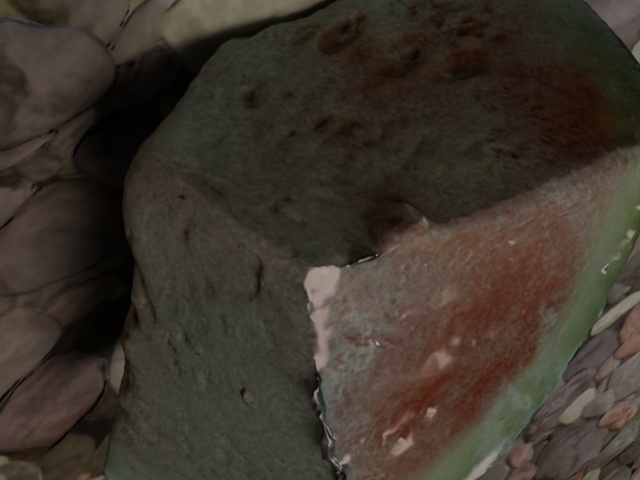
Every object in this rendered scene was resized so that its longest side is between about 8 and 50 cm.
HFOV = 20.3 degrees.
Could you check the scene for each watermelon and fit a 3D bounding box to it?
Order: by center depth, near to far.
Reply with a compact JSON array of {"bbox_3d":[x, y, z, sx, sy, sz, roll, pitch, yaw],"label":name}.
[{"bbox_3d":[0.000,0.000,0.962,0.387,0.228,0.258,-49,139,6],"label":"watermelon"}]
